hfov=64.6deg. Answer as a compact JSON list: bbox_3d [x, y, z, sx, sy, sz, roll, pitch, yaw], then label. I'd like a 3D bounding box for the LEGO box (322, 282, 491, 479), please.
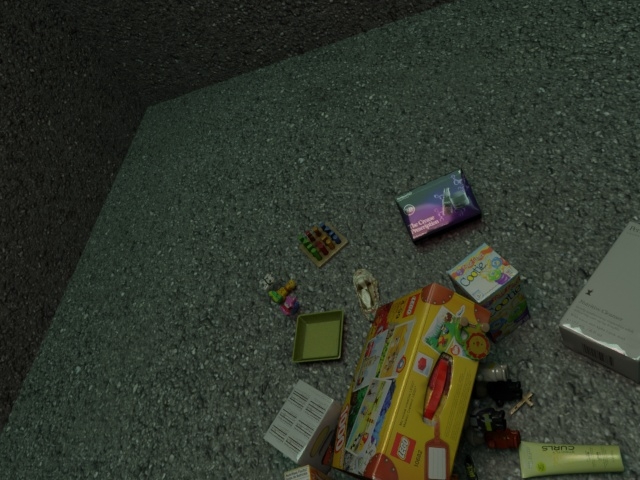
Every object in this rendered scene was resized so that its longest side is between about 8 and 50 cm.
[{"bbox_3d":[0.230,0.413,1.385,0.501,0.193,0.372,-67,9,-24],"label":"LEGO box"}]

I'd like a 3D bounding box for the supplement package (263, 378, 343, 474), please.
[{"bbox_3d":[-0.026,0.575,1.546,0.149,0.194,0.203,19,68,39],"label":"supplement package"}]

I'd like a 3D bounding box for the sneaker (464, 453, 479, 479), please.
[{"bbox_3d":[0.405,0.622,1.371,0.031,0.035,0.083,-22,48,15],"label":"sneaker"}]

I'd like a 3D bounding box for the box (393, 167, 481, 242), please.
[{"bbox_3d":[0.424,-0.121,1.836,0.261,0.103,0.184,-24,75,13],"label":"box"}]

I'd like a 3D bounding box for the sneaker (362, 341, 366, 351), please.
[{"bbox_3d":[0.219,0.341,1.664,0.121,0.079,0.217,4,58,32],"label":"sneaker"}]

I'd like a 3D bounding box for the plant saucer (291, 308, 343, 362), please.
[{"bbox_3d":[0.000,0.349,1.809,0.188,0.045,0.189,-11,52,23],"label":"plant saucer"}]

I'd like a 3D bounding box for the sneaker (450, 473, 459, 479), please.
[{"bbox_3d":[0.357,0.664,1.350,0.067,0.064,0.175,-34,48,-11],"label":"sneaker"}]

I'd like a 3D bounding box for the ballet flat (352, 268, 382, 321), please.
[{"bbox_3d":[0.166,0.181,1.821,0.091,0.077,0.241,-28,46,10],"label":"ballet flat"}]

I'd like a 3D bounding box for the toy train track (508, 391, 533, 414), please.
[{"bbox_3d":[0.563,0.459,1.421,0.083,0.014,0.048,-45,46,2],"label":"toy train track"}]

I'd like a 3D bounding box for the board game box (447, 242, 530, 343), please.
[{"bbox_3d":[0.504,0.163,1.501,0.144,0.275,0.142,-38,46,0],"label":"board game box"}]

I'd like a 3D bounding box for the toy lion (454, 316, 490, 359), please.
[{"bbox_3d":[0.381,0.248,1.271,0.034,0.100,0.096,146,139,-71],"label":"toy lion"}]

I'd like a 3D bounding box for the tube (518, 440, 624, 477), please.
[{"bbox_3d":[0.629,0.554,1.281,0.240,0.062,0.070,-13,10,28],"label":"tube"}]

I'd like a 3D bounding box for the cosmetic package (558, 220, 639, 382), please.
[{"bbox_3d":[0.857,0.159,1.383,0.217,0.156,0.385,27,73,43],"label":"cosmetic package"}]

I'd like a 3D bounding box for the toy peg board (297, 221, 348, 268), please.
[{"bbox_3d":[0.000,0.000,2.055,0.160,0.079,0.161,-42,47,-4],"label":"toy peg board"}]

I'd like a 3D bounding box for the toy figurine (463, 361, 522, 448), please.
[{"bbox_3d":[0.445,0.441,1.368,0.148,0.209,0.213,-8,52,35],"label":"toy figurine"}]

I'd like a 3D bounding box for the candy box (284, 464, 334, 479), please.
[{"bbox_3d":[-0.006,0.799,1.370,0.087,0.183,0.317,-23,48,11],"label":"candy box"}]

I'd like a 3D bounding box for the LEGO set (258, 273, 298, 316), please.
[{"bbox_3d":[-0.135,0.200,1.970,0.093,0.087,0.227,-53,46,5],"label":"LEGO set"}]
